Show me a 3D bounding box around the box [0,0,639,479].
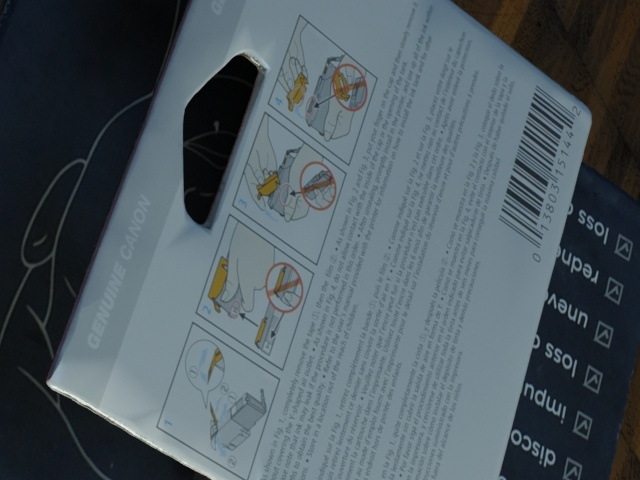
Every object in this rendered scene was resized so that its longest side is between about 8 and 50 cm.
[{"bbox_3d":[-0.098,0.110,1.017,0.480,0.297,0.472,33,60,-33],"label":"box"}]

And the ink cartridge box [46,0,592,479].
[{"bbox_3d":[0.000,0.000,0.889,0.261,0.066,0.296,34,60,-31],"label":"ink cartridge box"}]
